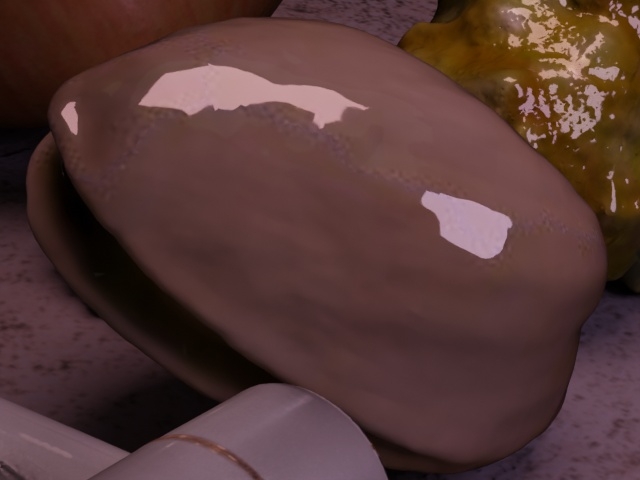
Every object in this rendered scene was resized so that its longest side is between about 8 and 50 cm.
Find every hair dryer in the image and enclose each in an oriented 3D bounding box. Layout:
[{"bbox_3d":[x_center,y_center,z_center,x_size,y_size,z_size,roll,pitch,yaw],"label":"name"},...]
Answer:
[{"bbox_3d":[-0.157,0.108,0.843,0.357,0.108,0.173,17,25,34],"label":"hair dryer"}]

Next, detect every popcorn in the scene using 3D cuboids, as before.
[{"bbox_3d":[0.146,-0.095,1.144,0.225,0.276,0.276,17,27,2],"label":"popcorn"}]

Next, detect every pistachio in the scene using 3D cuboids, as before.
[{"bbox_3d":[0.000,0.000,0.925,0.331,0.208,0.226,27,51,-26],"label":"pistachio"}]

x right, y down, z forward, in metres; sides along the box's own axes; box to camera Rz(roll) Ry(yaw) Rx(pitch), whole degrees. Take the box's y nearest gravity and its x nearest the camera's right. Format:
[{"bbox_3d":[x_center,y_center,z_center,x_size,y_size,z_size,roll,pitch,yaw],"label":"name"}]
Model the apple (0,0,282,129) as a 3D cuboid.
[{"bbox_3d":[-0.195,-0.264,1.213,0.391,0.347,0.391,-16,32,11],"label":"apple"}]
